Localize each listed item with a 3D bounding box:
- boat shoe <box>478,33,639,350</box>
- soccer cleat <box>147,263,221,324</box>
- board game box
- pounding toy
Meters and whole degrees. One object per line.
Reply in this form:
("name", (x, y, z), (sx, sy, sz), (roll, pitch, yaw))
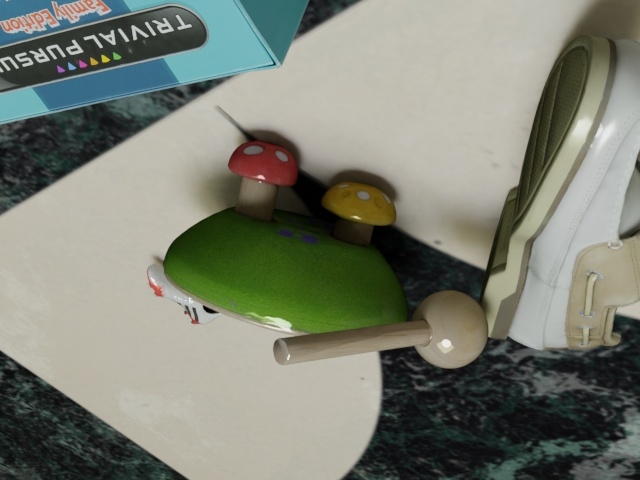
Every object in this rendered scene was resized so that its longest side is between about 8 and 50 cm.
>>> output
("boat shoe", (0.173, -0.019, 0.749), (0.103, 0.113, 0.302), (14, 154, 5))
("soccer cleat", (-0.117, 0.044, 1.025), (0.035, 0.029, 0.083), (-20, 132, 30))
("board game box", (-0.194, -0.224, 0.671), (0.253, 0.079, 0.336), (-6, 137, 31))
("pounding toy", (0.000, 0.000, 0.833), (0.183, 0.110, 0.237), (7, -167, -34))
